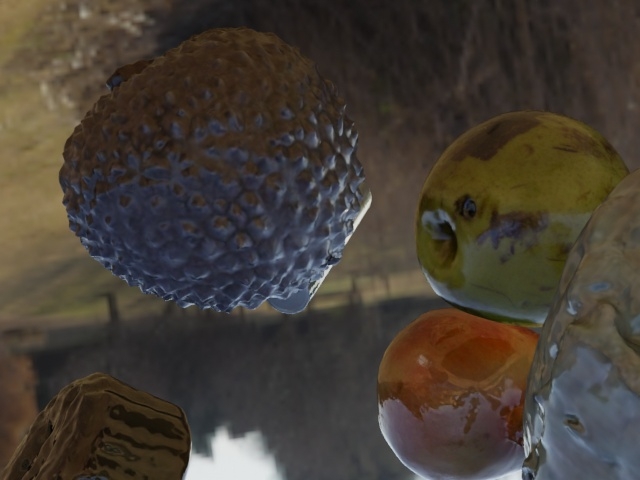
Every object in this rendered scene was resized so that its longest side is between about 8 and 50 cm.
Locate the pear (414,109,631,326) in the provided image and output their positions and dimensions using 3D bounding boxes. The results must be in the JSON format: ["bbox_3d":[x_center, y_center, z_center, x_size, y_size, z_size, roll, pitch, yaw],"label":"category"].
[{"bbox_3d":[0.243,-0.028,1.868,0.283,0.284,0.283,-8,177,0],"label":"pear"}]

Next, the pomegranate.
[{"bbox_3d":[0.207,0.211,2.052,0.252,0.229,0.270,1,-171,-37],"label":"pomegranate"}]

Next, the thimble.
[{"bbox_3d":[0.257,0.088,0.895,0.291,0.291,0.195,-7,138,-10],"label":"thimble"}]

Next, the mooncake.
[{"bbox_3d":[-0.294,0.306,1.937,0.161,0.290,0.290,30,162,-20],"label":"mooncake"}]

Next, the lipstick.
[{"bbox_3d":[0.000,0.000,1.837,0.059,0.059,0.264,-9,-156,23],"label":"lipstick"}]

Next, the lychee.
[{"bbox_3d":[-0.106,-0.062,1.517,0.300,0.300,0.300,-8,177,0],"label":"lychee"}]
